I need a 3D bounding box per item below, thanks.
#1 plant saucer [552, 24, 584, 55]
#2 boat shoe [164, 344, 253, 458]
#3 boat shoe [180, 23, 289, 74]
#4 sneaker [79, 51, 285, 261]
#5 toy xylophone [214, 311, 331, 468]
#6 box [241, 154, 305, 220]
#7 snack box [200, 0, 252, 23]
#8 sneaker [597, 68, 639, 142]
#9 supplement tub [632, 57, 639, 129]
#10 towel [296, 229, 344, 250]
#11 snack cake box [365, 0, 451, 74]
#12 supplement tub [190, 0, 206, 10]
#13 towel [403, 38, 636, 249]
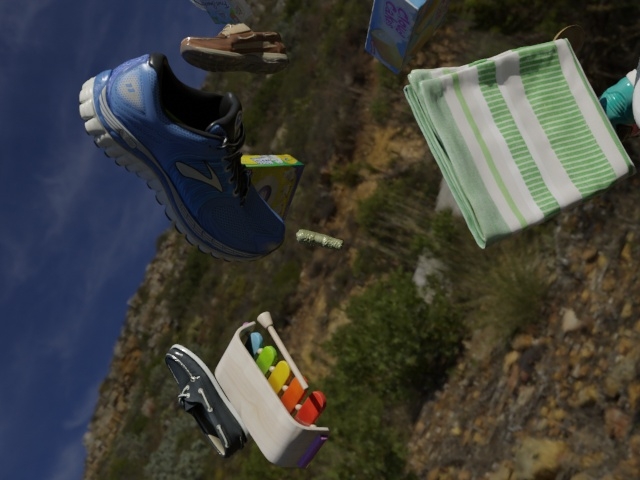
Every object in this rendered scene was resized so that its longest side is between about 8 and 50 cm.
[{"bbox_3d":[0.478,-0.383,1.519,0.083,0.015,0.083,-19,-46,-21],"label":"plant saucer"},{"bbox_3d":[-0.288,0.387,1.880,0.091,0.302,0.114,-34,-16,-36],"label":"boat shoe"},{"bbox_3d":[-0.231,-0.518,2.078,0.324,0.123,0.117,-4,-94,-41],"label":"boat shoe"},{"bbox_3d":[-0.141,-0.099,0.982,0.330,0.147,0.130,46,-154,-35],"label":"sneaker"},{"bbox_3d":[-0.095,0.291,1.553,0.081,0.323,0.236,-1,-40,-44],"label":"toy xylophone"},{"bbox_3d":[-0.107,-0.078,1.194,0.179,0.043,0.105,-8,-54,-51],"label":"box"},{"bbox_3d":[-0.205,-0.485,1.499,0.037,0.100,0.141,-49,-52,-18],"label":"snack box"},{"bbox_3d":[0.644,-0.251,1.684,0.178,0.124,0.295,-34,-25,21],"label":"sneaker"},{"bbox_3d":[0.556,-0.186,0.915,0.193,0.315,0.194,10,-90,-89],"label":"supplement tub"},{"bbox_3d":[0.000,0.000,1.718,0.148,0.110,0.027,-98,22,-87],"label":"towel"},{"bbox_3d":[0.168,-0.429,1.401,0.152,0.089,0.264,-49,-7,-9],"label":"snack cake box"},{"bbox_3d":[-0.293,-0.757,2.169,0.191,0.191,0.272,-64,12,-5],"label":"supplement tub"},{"bbox_3d":[0.282,-0.150,1.068,0.324,0.248,0.038,-20,-8,-33],"label":"towel"}]
